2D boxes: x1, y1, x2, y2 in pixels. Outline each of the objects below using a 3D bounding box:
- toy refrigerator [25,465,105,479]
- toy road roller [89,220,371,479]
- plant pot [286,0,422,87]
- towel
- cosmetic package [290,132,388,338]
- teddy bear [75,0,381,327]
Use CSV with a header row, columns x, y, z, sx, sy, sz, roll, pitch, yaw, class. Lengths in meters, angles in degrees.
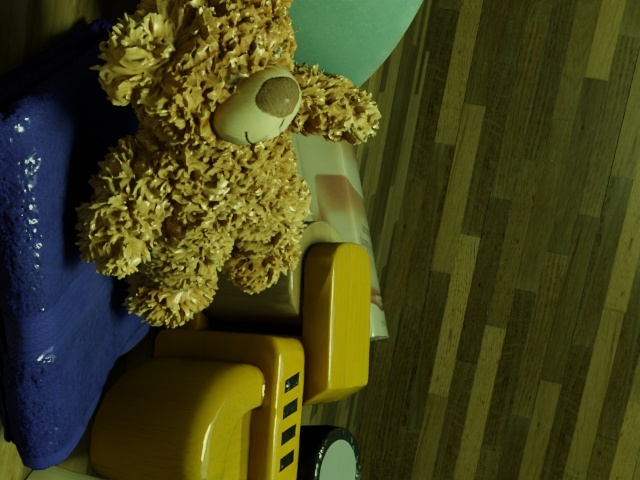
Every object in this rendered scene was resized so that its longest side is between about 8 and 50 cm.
x,y,z,sx,sy,sz,roll,pitch,yaw,class
-0.238,0.351,0.852,0.102,0.094,0.269,-60,158,-54,toy refrigerator
-0.092,0.135,0.893,0.241,0.203,0.329,12,80,-57,toy road roller
-0.057,-0.273,0.742,0.195,0.290,0.290,17,84,-34,plant pot
-0.209,-0.002,0.721,0.227,0.076,0.308,-69,166,-59,towel
0.000,0.000,1.230,0.153,0.129,0.296,27,52,-78,cosmetic package
-0.070,-0.046,0.676,0.245,0.113,0.338,-5,140,-33,teddy bear
